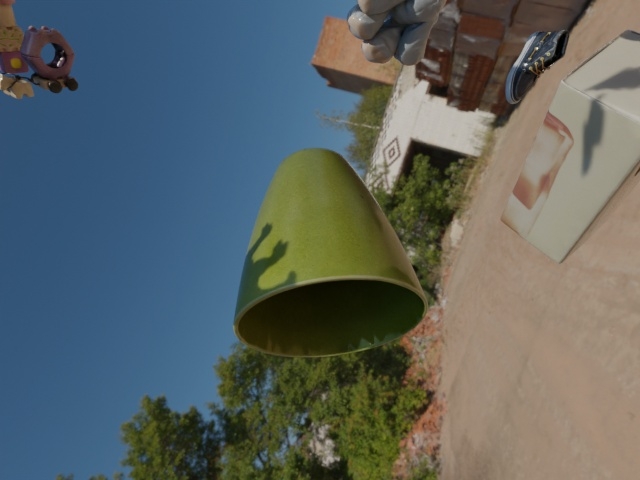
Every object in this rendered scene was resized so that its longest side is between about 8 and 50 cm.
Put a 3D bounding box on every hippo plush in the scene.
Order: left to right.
[{"bbox_3d":[0.183,-0.602,1.004,0.294,0.235,0.236,129,144,-52],"label":"hippo plush"}]

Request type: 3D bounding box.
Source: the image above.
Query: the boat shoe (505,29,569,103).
[{"bbox_3d":[0.513,-0.414,1.001,0.065,0.083,0.183,21,-87,-34],"label":"boat shoe"}]

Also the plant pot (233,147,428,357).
[{"bbox_3d":[0.000,0.000,0.680,0.274,0.275,0.293,90,173,-56],"label":"plant pot"}]

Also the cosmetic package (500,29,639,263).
[{"bbox_3d":[0.392,-0.116,0.614,0.153,0.129,0.296,-35,-29,-16],"label":"cosmetic package"}]

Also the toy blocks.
[{"bbox_3d":[-0.625,-0.391,0.674,0.289,0.309,0.259,-37,-36,-48],"label":"toy blocks"}]
